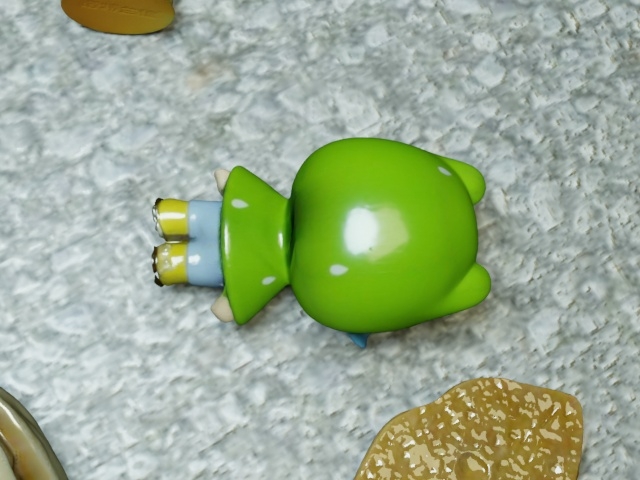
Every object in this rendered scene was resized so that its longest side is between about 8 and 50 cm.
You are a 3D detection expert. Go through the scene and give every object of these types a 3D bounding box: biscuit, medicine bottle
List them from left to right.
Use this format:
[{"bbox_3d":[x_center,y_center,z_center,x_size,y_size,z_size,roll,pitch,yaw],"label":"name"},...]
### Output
[{"bbox_3d":[-0.167,-0.283,0.896,0.096,0.096,0.192,2,74,-7],"label":"medicine bottle"},{"bbox_3d":[0.120,0.188,0.837,0.221,0.029,0.142,-27,72,-15],"label":"biscuit"}]

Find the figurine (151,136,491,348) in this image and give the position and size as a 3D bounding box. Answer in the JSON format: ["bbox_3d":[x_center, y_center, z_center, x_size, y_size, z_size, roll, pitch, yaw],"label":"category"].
[{"bbox_3d":[0.000,0.000,0.827,0.263,0.143,0.162,-1,69,3],"label":"figurine"}]

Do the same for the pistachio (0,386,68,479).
[{"bbox_3d":[-0.250,0.184,0.744,0.144,0.144,0.215,-27,86,-14],"label":"pistachio"}]
